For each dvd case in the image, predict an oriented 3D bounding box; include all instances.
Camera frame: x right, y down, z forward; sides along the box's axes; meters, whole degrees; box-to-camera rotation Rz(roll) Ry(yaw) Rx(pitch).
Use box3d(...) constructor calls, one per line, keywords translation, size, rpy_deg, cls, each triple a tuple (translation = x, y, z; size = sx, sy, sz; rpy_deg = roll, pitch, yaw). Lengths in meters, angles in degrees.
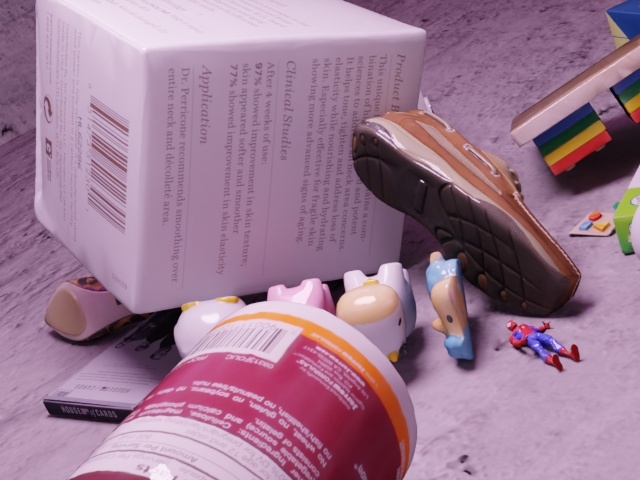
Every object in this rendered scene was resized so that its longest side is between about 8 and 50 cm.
box3d(translation=(-0.221, 0.157, 1.595), size=(0.179, 0.030, 0.238), rpy_deg=(-2, 27, 41), cls="dvd case")

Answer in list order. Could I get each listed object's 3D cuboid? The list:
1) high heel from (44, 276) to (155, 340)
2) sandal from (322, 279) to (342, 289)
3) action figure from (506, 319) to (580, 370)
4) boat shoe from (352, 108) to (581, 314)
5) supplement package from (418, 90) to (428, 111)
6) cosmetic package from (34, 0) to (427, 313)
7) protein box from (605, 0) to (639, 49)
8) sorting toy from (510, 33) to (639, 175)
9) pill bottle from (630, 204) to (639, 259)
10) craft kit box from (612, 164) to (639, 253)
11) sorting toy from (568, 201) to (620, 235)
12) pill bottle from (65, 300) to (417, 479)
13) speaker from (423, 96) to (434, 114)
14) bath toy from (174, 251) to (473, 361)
box3d(translation=(-0.279, 0.087, 1.808), size=(0.186, 0.093, 0.261), rpy_deg=(-8, -7, -45), cls="high heel")
box3d(translation=(0.001, 0.000, 1.749), size=(0.097, 0.055, 0.254), rpy_deg=(-18, 20, 5), cls="sandal")
box3d(translation=(0.229, 0.105, 1.296), size=(0.038, 0.030, 0.115), rpy_deg=(-31, 20, -14), cls="action figure")
box3d(translation=(0.180, -0.053, 1.419), size=(0.120, 0.123, 0.324), rpy_deg=(-31, 63, -31), cls="boat shoe")
box3d(translation=(0.046, -0.176, 1.997), size=(0.194, 0.149, 0.203), rpy_deg=(-28, 16, -24), cls="supplement package")
box3d(translation=(-0.125, -0.139, 1.570), size=(0.393, 0.330, 0.327), rpy_deg=(-8, 25, -32), cls="cosmetic package")
box3d(translation=(0.597, -0.331, 1.912), size=(0.201, 0.136, 0.200), rpy_deg=(-25, 20, -13), cls="protein box")
box3d(translation=(0.395, -0.194, 1.692), size=(0.255, 0.089, 0.257), rpy_deg=(-34, 2, 14), cls="sorting toy")
box3d(translation=(0.406, 0.018, 1.186), size=(0.136, 0.136, 0.246), rpy_deg=(-23, 20, -8), cls="pill bottle")
box3d(translation=(0.500, -0.074, 1.464), size=(0.246, 0.061, 0.250), rpy_deg=(-11, 21, 32), cls="craft kit box")
box3d(translation=(0.356, -0.029, 1.542), size=(0.062, 0.012, 0.083), rpy_deg=(-1, 28, 43), cls="sorting toy")
box3d(translation=(-0.091, 0.236, 0.976), size=(0.224, 0.224, 0.392), rpy_deg=(-7, 24, 32), cls="pill bottle")
box3d(translation=(0.135, -0.209, 2.167), size=(0.136, 0.055, 0.055), rpy_deg=(-18, 20, 7), cls="speaker")
box3d(translation=(-0.003, 0.106, 1.385), size=(0.348, 0.129, 0.151), rpy_deg=(-12, -12, 17), cls="bath toy")
